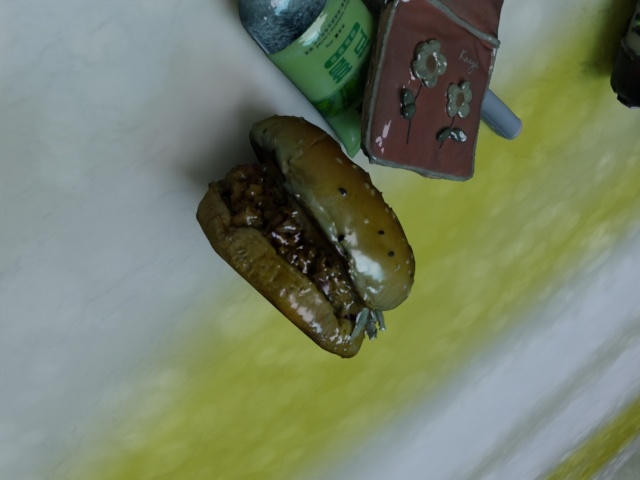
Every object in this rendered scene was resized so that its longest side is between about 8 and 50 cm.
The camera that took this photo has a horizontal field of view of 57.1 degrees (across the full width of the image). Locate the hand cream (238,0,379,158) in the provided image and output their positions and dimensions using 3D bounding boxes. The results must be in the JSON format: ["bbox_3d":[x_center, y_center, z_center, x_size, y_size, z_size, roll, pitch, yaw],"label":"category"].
[{"bbox_3d":[0.012,-0.134,0.419,0.095,0.046,0.175,-53,140,3],"label":"hand cream"}]

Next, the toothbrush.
[{"bbox_3d":[0.089,-0.159,0.479,0.342,0.025,0.030,26,99,-47],"label":"toothbrush"}]

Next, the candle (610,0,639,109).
[{"bbox_3d":[0.397,-0.257,0.525,0.187,0.187,0.330,-20,133,-25],"label":"candle"}]

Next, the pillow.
[{"bbox_3d":[0.093,-0.162,0.430,0.126,0.043,0.232,3,103,-44],"label":"pillow"}]

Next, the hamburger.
[{"bbox_3d":[0.000,0.000,0.434,0.185,0.177,0.113,44,84,-22],"label":"hamburger"}]
